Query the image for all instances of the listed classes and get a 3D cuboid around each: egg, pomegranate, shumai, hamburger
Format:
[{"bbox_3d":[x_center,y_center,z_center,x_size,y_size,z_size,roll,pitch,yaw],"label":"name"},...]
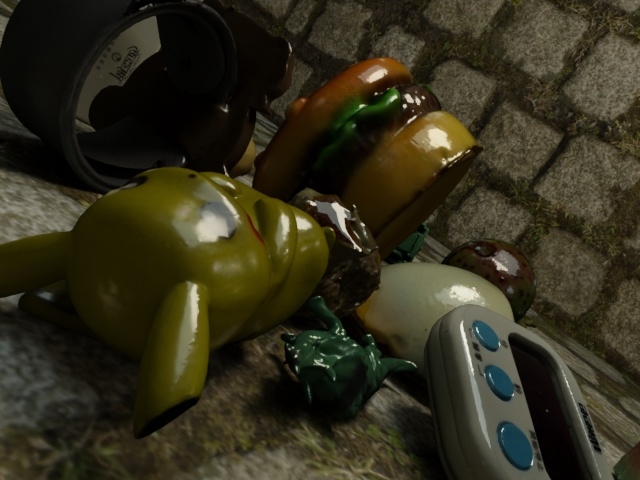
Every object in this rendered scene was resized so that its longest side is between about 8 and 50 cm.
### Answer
[{"bbox_3d":[0.172,0.110,0.888,0.286,0.174,0.264,33,7,18],"label":"egg"},{"bbox_3d":[0.417,0.126,1.412,0.242,0.242,0.306,44,-5,41],"label":"pomegranate"},{"bbox_3d":[0.000,0.000,0.745,0.206,0.175,0.166,-9,58,-24],"label":"shumai"},{"bbox_3d":[0.064,-0.122,1.028,0.277,0.396,0.396,47,14,11],"label":"hamburger"}]

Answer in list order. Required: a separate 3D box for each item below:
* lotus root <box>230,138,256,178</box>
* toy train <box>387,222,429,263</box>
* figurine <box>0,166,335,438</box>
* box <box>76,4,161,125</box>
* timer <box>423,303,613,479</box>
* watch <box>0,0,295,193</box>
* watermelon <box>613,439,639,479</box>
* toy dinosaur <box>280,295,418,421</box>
[{"bbox_3d":[-0.229,-0.203,1.184,0.146,0.130,0.303,40,13,23],"label":"lotus root"},{"bbox_3d":[0.127,-0.054,1.564,0.330,0.138,0.178,27,4,-17],"label":"toy train"},{"bbox_3d":[-0.119,0.022,0.499,0.218,0.169,0.327,20,5,17],"label":"figurine"},{"bbox_3d":[-0.379,-0.353,1.078,0.111,0.260,0.194,27,14,-26],"label":"box"},{"bbox_3d":[0.228,0.211,0.669,0.237,0.087,0.262,29,38,-26],"label":"timer"},{"bbox_3d":[-0.244,-0.238,0.801,0.314,0.335,0.327,38,3,21],"label":"watch"},{"bbox_3d":[0.628,0.345,0.950,0.140,0.256,0.193,38,5,20],"label":"watermelon"},{"bbox_3d":[0.027,0.130,0.641,0.120,0.079,0.292,55,14,16],"label":"toy dinosaur"}]
